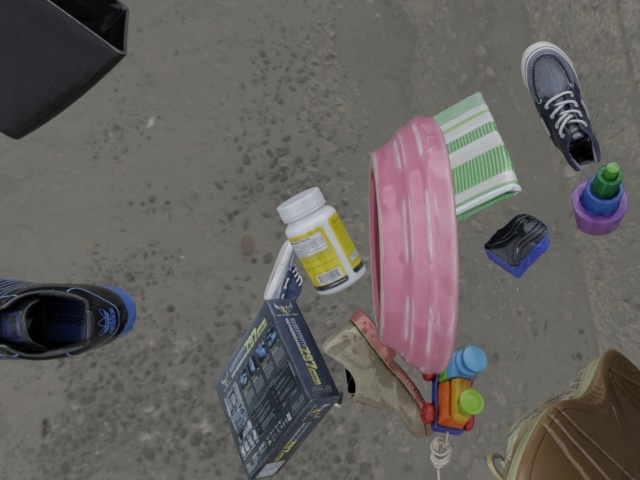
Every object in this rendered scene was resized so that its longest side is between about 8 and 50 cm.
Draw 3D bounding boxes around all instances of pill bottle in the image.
[{"bbox_3d":[0.000,0.000,1.349,0.119,0.119,0.208,-24,102,17],"label":"pill bottle"}]

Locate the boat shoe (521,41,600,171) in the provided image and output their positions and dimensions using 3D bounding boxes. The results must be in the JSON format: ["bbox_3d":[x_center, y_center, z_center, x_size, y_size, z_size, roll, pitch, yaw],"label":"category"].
[{"bbox_3d":[0.617,-0.331,1.605,0.127,0.158,0.340,-28,122,19],"label":"boat shoe"}]

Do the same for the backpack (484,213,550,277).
[{"bbox_3d":[0.419,0.009,1.341,0.120,0.101,0.098,-47,57,-4],"label":"backpack"}]

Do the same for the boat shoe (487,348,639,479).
[{"bbox_3d":[0.209,0.180,0.524,0.089,0.285,0.104,-48,69,34],"label":"boat shoe"}]

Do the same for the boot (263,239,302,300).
[{"bbox_3d":[-0.081,0.087,1.698,0.086,0.069,0.189,17,116,-14],"label":"boot"}]

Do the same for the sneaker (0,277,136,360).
[{"bbox_3d":[-0.302,0.075,0.610,0.233,0.090,0.081,-5,89,4],"label":"sneaker"}]

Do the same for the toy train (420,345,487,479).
[{"bbox_3d":[0.264,0.330,1.217,0.105,0.143,0.247,13,60,-9],"label":"toy train"}]

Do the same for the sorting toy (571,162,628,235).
[{"bbox_3d":[0.482,-0.095,0.737,0.366,0.126,0.126,-12,62,5],"label":"sorting toy"}]

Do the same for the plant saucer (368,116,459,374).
[{"bbox_3d":[0.110,0.007,0.835,0.084,0.332,0.331,-1,90,1],"label":"plant saucer"}]

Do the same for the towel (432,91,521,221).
[{"bbox_3d":[0.284,-0.168,1.401,0.248,0.038,0.324,-28,42,20],"label":"towel"}]

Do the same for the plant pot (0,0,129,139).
[{"bbox_3d":[-0.338,-0.226,0.698,0.167,0.188,0.188,-47,33,16],"label":"plant pot"}]

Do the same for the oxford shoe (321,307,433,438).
[{"bbox_3d":[0.121,0.303,1.340,0.130,0.123,0.348,-35,110,-5],"label":"oxford shoe"}]

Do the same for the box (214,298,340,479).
[{"bbox_3d":[-0.076,0.232,0.992,0.232,0.059,0.183,-58,46,34],"label":"box"}]

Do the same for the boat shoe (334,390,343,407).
[{"bbox_3d":[-0.002,0.381,1.580,0.133,0.049,0.042,3,66,35],"label":"boat shoe"}]
